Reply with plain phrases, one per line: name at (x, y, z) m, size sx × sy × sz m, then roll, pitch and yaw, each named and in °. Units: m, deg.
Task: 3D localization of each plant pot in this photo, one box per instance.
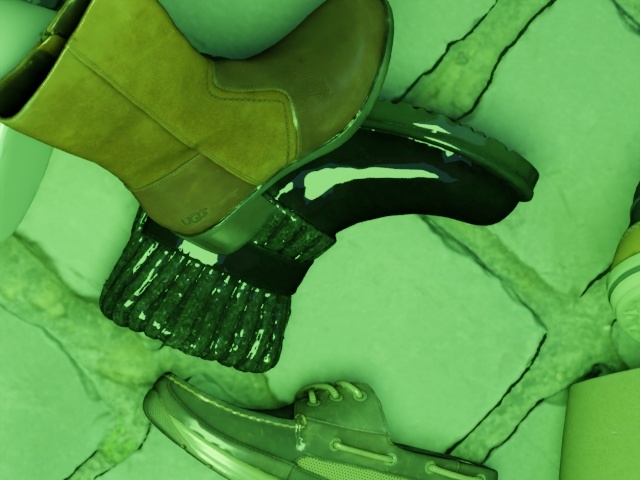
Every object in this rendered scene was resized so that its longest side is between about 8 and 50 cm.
plant pot at (0.319, 0.255, 1.446) m, size 0.256 × 0.256 × 0.274 m, roll -10°, pitch 79°, yaw -8°

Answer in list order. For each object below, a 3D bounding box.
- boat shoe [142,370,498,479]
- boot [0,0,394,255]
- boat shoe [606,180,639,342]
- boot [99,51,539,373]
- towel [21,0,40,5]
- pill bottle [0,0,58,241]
boat shoe at (0.007, 0.189, 1.441) m, size 0.355 × 0.132 × 0.130 m, roll 28°, pitch 82°, yaw -20°
boot at (-0.090, -0.144, 1.209) m, size 0.264 × 0.096 × 0.280 m, roll -46°, pitch 140°, yaw 5°
boat shoe at (0.464, 0.072, 1.438) m, size 0.500 × 0.187 × 0.156 m, roll 25°, pitch 54°, yaw -27°
boot at (-0.001, 0.000, 1.398) m, size 0.348 × 0.131 × 0.260 m, roll 15°, pitch 87°, yaw 0°
towel at (-0.271, -0.360, 1.296) m, size 0.235 × 0.121 × 0.284 m, roll -48°, pitch 121°, yaw -9°
pill bottle at (-0.410, -0.141, 1.237) m, size 0.392 × 0.224 × 0.224 m, roll 16°, pitch 94°, yaw 2°
